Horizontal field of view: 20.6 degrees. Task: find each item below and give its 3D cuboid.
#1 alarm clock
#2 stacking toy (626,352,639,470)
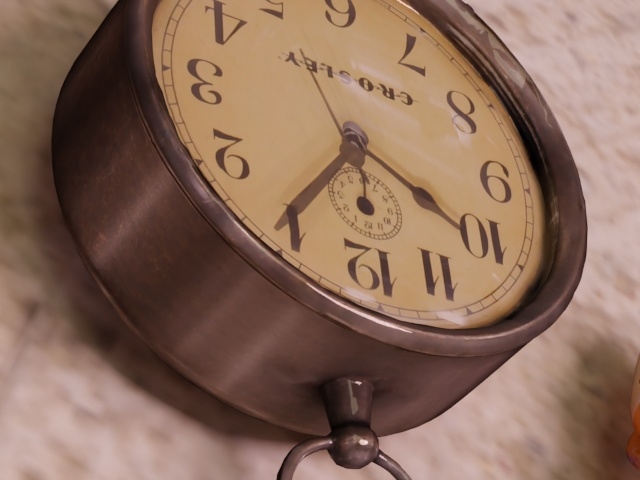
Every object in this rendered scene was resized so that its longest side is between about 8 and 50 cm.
[{"bbox_3d":[0.000,0.000,0.421,0.129,0.064,0.192,19,43,-27],"label":"alarm clock"},{"bbox_3d":[0.115,0.106,0.375,0.165,0.175,0.302,29,30,-24],"label":"stacking toy"}]
